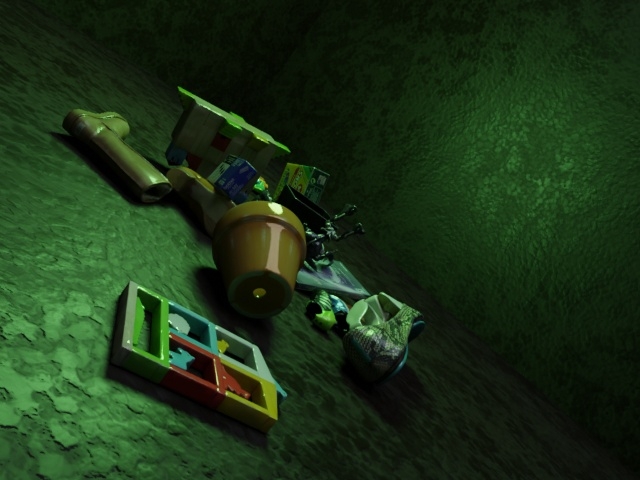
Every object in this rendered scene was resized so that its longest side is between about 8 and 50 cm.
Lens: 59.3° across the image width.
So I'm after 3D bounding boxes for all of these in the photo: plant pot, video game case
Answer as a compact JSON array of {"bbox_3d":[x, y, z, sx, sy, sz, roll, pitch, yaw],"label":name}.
[{"bbox_3d":[-0.127,0.052,1.171,0.205,0.205,0.188,34,26,-26],"label":"plant pot"},{"bbox_3d":[-0.079,-0.057,1.912,0.187,0.167,0.188,35,11,-23],"label":"plant pot"},{"bbox_3d":[-0.002,0.101,1.688,0.274,0.026,0.196,14,22,-36],"label":"video game case"}]

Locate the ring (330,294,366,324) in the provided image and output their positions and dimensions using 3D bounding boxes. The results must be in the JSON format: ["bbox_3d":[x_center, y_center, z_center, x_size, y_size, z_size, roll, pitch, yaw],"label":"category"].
[{"bbox_3d":[0.105,0.199,1.804,0.336,0.032,0.336,38,9,-7],"label":"ring"}]

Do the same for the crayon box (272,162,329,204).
[{"bbox_3d":[-0.100,-0.198,2.250,0.081,0.202,0.318,22,0,-28],"label":"crayon box"}]

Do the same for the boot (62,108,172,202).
[{"bbox_3d":[-0.472,-0.203,1.391,0.269,0.089,0.236,40,17,6],"label":"boot"}]

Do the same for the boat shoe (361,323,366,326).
[{"bbox_3d":[0.144,0.260,1.627,0.125,0.038,0.046,34,10,-23],"label":"boat shoe"}]

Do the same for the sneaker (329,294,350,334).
[{"bbox_3d":[0.044,0.195,1.496,0.152,0.058,0.084,51,6,30],"label":"sneaker"}]

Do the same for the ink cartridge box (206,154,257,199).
[{"bbox_3d":[-0.238,-0.172,1.493,0.046,0.097,0.207,44,-5,-24],"label":"ink cartridge box"}]

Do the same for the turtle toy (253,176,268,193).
[{"bbox_3d":[-0.271,-0.244,2.396,0.095,0.066,0.130,31,11,-37],"label":"turtle toy"}]

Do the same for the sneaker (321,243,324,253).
[{"bbox_3d":[-0.058,-0.009,2.114,0.185,0.069,0.084,45,-5,32],"label":"sneaker"}]

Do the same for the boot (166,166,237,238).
[{"bbox_3d":[-0.282,-0.089,1.511,0.295,0.104,0.211,44,2,-1],"label":"boot"}]

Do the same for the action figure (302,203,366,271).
[{"bbox_3d":[0.000,0.000,1.705,0.164,0.275,0.141,58,-22,9],"label":"action figure"}]

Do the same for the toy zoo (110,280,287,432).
[{"bbox_3d":[-0.167,0.179,0.843,0.293,0.030,0.192,34,10,-24],"label":"toy zoo"}]

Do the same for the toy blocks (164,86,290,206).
[{"bbox_3d":[-0.326,-0.263,1.755,0.381,0.261,0.191,24,17,-31],"label":"toy blocks"}]

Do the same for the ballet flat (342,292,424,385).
[{"bbox_3d":[0.161,0.223,1.448,0.182,0.164,0.483,49,15,10],"label":"ballet flat"}]

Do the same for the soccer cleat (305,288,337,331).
[{"bbox_3d":[-0.007,0.166,1.445,0.072,0.060,0.179,33,13,-22],"label":"soccer cleat"}]

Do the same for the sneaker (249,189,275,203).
[{"bbox_3d":[-0.173,-0.052,1.763,0.101,0.106,0.267,64,0,-38],"label":"sneaker"}]
